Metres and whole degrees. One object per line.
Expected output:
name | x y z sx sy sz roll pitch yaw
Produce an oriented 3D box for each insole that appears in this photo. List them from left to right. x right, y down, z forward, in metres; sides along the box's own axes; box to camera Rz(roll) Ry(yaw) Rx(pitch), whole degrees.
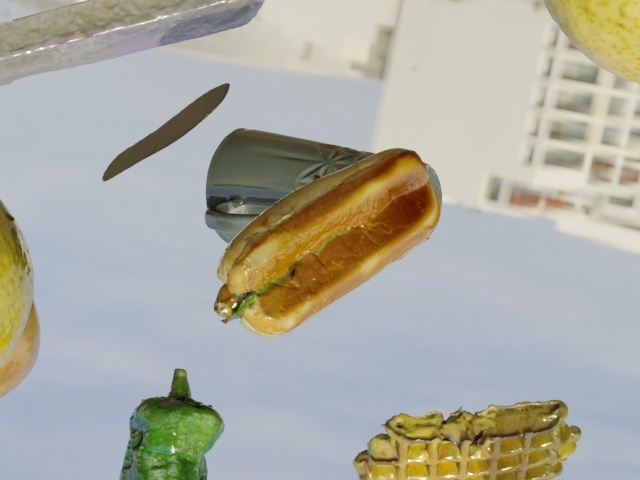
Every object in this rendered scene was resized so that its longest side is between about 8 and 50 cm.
insole | -0.195 -0.131 2.049 0.003 0.232 0.080 44 -143 -23

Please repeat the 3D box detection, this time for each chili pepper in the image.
chili pepper | -0.166 0.265 1.702 0.099 0.270 0.136 16 164 -9

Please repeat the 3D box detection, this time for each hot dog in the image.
hot dog | 0.000 0.000 1.420 0.250 0.104 0.076 -34 -161 -29

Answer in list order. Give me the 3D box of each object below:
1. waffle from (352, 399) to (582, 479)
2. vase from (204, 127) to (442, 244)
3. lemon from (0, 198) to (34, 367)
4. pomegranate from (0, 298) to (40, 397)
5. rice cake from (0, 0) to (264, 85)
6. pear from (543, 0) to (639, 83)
waffle | 0.199 0.299 2.238 0.283 0.309 0.065 28 -144 -35
vase | -0.005 -0.054 2.065 0.301 0.156 0.251 6 -158 35
lemon | -0.400 0.039 1.560 0.267 0.267 0.267 11 -170 -2
pomegranate | -0.436 0.102 1.984 0.207 0.207 0.207 11 -170 -2
rice cake | -0.255 -0.232 1.815 0.399 0.064 0.070 -15 158 -5
pear | 0.297 -0.259 1.379 0.271 0.271 0.271 11 -170 -2
